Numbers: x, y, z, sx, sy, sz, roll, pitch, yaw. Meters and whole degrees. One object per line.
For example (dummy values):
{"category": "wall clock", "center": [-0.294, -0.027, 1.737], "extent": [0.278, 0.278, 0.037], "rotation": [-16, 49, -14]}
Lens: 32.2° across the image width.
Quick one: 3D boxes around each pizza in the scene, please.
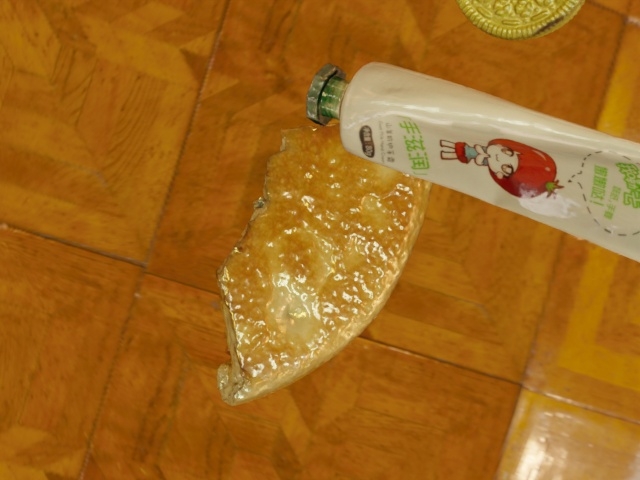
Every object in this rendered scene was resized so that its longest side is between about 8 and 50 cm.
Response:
{"category": "pizza", "center": [0.000, 0.000, 1.090], "extent": [0.182, 0.074, 0.365], "rotation": [32, 80, -16]}

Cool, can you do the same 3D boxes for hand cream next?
{"category": "hand cream", "center": [0.142, -0.064, 0.856], "extent": [0.336, 0.121, 0.076], "rotation": [23, 55, 23]}

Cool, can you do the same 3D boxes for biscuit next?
{"category": "biscuit", "center": [0.110, -0.153, 0.613], "extent": [0.084, 0.023, 0.083], "rotation": [6, 104, 24]}
